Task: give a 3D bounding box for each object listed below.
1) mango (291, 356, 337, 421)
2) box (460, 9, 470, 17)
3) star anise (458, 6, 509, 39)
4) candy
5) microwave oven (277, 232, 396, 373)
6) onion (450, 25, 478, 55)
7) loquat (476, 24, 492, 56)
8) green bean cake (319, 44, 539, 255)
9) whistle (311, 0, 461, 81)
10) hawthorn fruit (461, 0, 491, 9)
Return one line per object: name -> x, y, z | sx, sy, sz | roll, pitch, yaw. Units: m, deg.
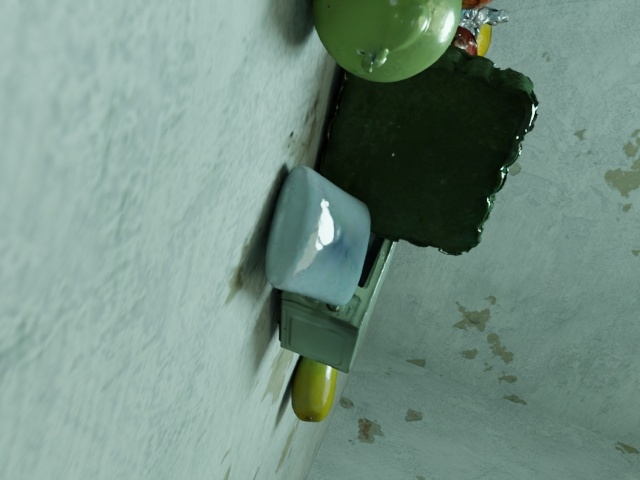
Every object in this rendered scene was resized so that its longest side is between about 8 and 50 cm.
mango -> -0.005, 0.280, 1.255 | 0.130, 0.091, 0.195 | 91, 16, -57
box -> 0.252, -0.475, 1.213 | 0.054, 0.099, 0.074 | -59, 179, 34
star anise -> 0.337, -0.525, 1.420 | 0.212, 0.129, 0.283 | 31, 88, -50
candy -> 0.000, 0.000, 0.704 | 0.174, 0.071, 0.138 | 26, 75, -59
microwave oven -> 0.024, 0.060, 0.883 | 0.163, 0.129, 0.205 | 100, 14, -53
onion -> 0.251, -0.384, 1.306 | 0.184, 0.147, 0.184 | -24, 136, -26
loquat -> 0.368, -0.537, 1.574 | 0.204, 0.149, 0.172 | 15, 95, -64
green bean cake -> 0.130, -0.123, 0.781 | 0.132, 0.241, 0.255 | -64, 169, -57
whistle -> 0.061, -0.270, 0.563 | 0.141, 0.141, 0.294 | 88, 5, -65
hawthorn fruit -> 0.219, -0.441, 0.895 | 0.173, 0.172, 0.173 | 19, 90, -80
